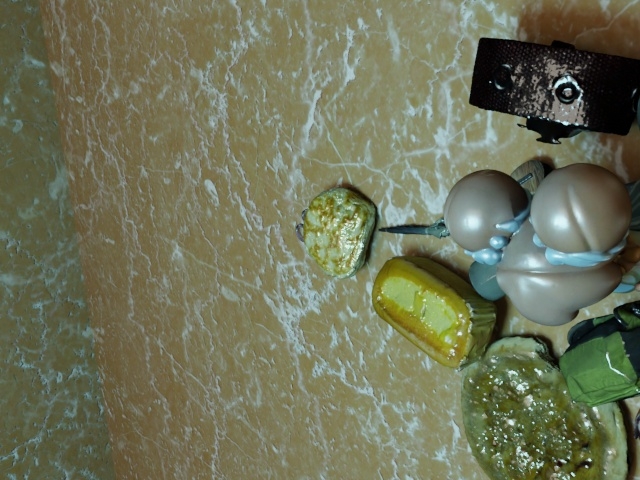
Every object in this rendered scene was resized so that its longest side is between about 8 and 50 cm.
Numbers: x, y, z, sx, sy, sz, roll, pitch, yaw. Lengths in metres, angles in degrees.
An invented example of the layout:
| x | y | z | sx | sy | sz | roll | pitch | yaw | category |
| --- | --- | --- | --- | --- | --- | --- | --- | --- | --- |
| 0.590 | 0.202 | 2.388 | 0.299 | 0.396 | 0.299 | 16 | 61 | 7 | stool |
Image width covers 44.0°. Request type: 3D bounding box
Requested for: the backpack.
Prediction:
| x | y | z | sx | sy | sz | roll | pitch | yaw | category |
| --- | --- | --- | --- | --- | --- | --- | --- | --- | --- |
| 0.506 | 0.161 | 1.226 | 0.207 | 0.253 | 0.140 | 121 | 131 | -67 | backpack |

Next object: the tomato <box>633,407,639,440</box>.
| x | y | z | sx | sy | sz | roll | pitch | yaw | category |
| --- | --- | --- | --- | --- | --- | --- | --- | --- | --- |
| 0.618 | 0.278 | 1.234 | 0.228 | 0.112 | 0.199 | -12 | 128 | 45 | tomato |

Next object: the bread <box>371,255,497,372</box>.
| x | y | z | sx | sy | sz | roll | pitch | yaw | category |
| --- | --- | --- | --- | --- | --- | --- | --- | --- | --- |
| 0.226 | 0.138 | 1.592 | 0.288 | 0.119 | 0.153 | 37 | 121 | 50 | bread |

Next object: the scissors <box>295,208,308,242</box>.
| x | y | z | sx | sy | sz | roll | pitch | yaw | category |
| --- | --- | --- | --- | --- | --- | --- | --- | --- | --- |
| 0.000 | 0.000 | 1.913 | 0.176 | 0.022 | 0.085 | 45 | 124 | 33 | scissors |

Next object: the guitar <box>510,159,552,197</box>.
| x | y | z | sx | sy | sz | roll | pitch | yaw | category |
| --- | --- | --- | --- | --- | --- | --- | --- | --- | --- |
| 0.386 | -0.018 | 1.374 | 0.084 | 0.038 | 0.271 | -39 | 44 | 43 | guitar |

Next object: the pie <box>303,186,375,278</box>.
| x | y | z | sx | sy | sz | roll | pitch | yaw | category |
| --- | --- | --- | --- | --- | --- | --- | --- | --- | --- |
| 0.045 | -0.018 | 1.808 | 0.178 | 0.084 | 0.205 | 27 | 113 | 34 | pie |

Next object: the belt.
| x | y | z | sx | sy | sz | roll | pitch | yaw | category |
| --- | --- | --- | --- | --- | --- | --- | --- | --- | --- |
| 0.380 | -0.240 | 1.285 | 0.289 | 0.184 | 0.164 | 23 | 110 | 43 | belt |

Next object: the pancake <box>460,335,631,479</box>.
| x | y | z | sx | sy | sz | roll | pitch | yaw | category |
| --- | --- | --- | --- | --- | --- | --- | --- | --- | --- |
| 0.416 | 0.358 | 1.524 | 0.382 | 0.071 | 0.382 | 19 | 116 | 44 | pancake |

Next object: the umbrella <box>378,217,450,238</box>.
| x | y | z | sx | sy | sz | roll | pitch | yaw | category |
| --- | --- | --- | --- | --- | --- | --- | --- | --- | --- |
| 0.212 | -0.025 | 1.654 | 0.269 | 0.044 | 0.044 | 4 | 74 | 47 | umbrella |

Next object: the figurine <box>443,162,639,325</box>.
| x | y | z | sx | sy | sz | roll | pitch | yaw | category |
| --- | --- | --- | --- | --- | --- | --- | --- | --- | --- |
| 0.400 | -0.007 | 1.182 | 0.276 | 0.388 | 0.248 | -3 | 98 | 51 | figurine |

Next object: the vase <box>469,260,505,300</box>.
| x | y | z | sx | sy | sz | roll | pitch | yaw | category |
| --- | --- | --- | --- | --- | --- | --- | --- | --- | --- |
| 0.377 | 0.030 | 1.460 | 0.214 | 0.086 | 0.086 | -39 | 72 | 42 | vase |

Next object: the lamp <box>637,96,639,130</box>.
| x | y | z | sx | sy | sz | roll | pitch | yaw | category |
| --- | --- | --- | --- | --- | --- | --- | --- | --- | --- |
| 0.592 | -0.229 | 1.105 | 0.314 | 0.182 | 0.182 | -44 | 65 | 11 | lamp |
